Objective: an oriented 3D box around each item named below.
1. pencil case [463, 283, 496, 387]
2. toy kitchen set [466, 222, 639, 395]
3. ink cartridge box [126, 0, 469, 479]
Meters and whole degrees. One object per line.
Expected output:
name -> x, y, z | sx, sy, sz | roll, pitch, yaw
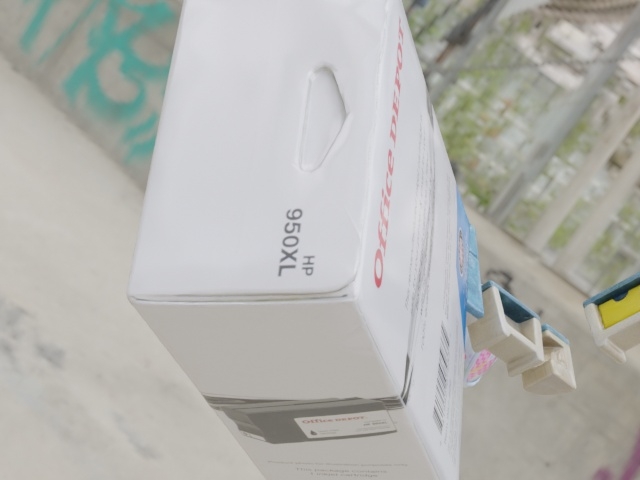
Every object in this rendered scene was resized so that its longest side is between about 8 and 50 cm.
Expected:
pencil case -> 0.101, 0.055, 1.649 | 0.273, 0.124, 0.113 | 36, 25, 20
toy kitchen set -> 0.219, 0.036, 1.377 | 0.207, 0.166, 0.122 | 36, 36, -33
ink cartridge box -> 0.007, 0.011, 1.116 | 0.166, 0.285, 0.395 | -2, -30, 14
